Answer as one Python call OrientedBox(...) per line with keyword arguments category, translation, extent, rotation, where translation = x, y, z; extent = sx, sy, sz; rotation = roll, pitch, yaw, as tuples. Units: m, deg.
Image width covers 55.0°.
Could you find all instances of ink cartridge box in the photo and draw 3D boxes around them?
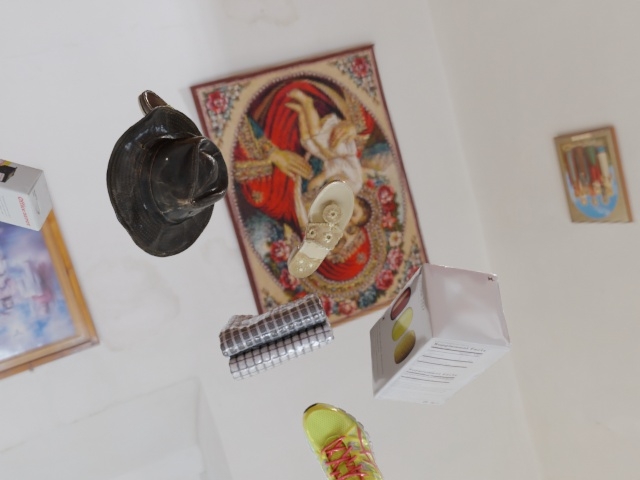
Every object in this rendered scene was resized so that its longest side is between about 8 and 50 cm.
OrientedBox(category="ink cartridge box", translation=(-0.653, -0.101, 1.254), extent=(0.175, 0.072, 0.127), rotation=(15, 143, -3))

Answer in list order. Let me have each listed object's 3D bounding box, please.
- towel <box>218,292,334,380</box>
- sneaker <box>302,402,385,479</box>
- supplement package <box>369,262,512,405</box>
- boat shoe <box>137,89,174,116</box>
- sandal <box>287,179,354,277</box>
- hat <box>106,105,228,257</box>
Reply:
OrientedBox(category="towel", translation=(-0.097, 0.199, 1.369), extent=(0.235, 0.121, 0.284), rotation=(-22, 180, -4))
OrientedBox(category="sneaker", translation=(0.043, 0.313, 0.833), extent=(0.081, 0.208, 0.094), rotation=(-37, 168, 3))
OrientedBox(category="supplement package", translation=(0.187, 0.163, 1.025), extent=(0.134, 0.139, 0.244), rotation=(9, 143, -14))
OrientedBox(category="boat shoe", translation=(-0.406, -0.324, 1.660), extent=(0.081, 0.227, 0.069), rotation=(-34, 173, -46))
OrientedBox(category="sandal", translation=(0.006, 0.001, 1.189), extent=(0.088, 0.240, 0.079), rotation=(13, -143, -22))
OrientedBox(category="hat", translation=(-0.276, -0.122, 1.284), extent=(0.134, 0.331, 0.331), rotation=(0, -167, 27))
